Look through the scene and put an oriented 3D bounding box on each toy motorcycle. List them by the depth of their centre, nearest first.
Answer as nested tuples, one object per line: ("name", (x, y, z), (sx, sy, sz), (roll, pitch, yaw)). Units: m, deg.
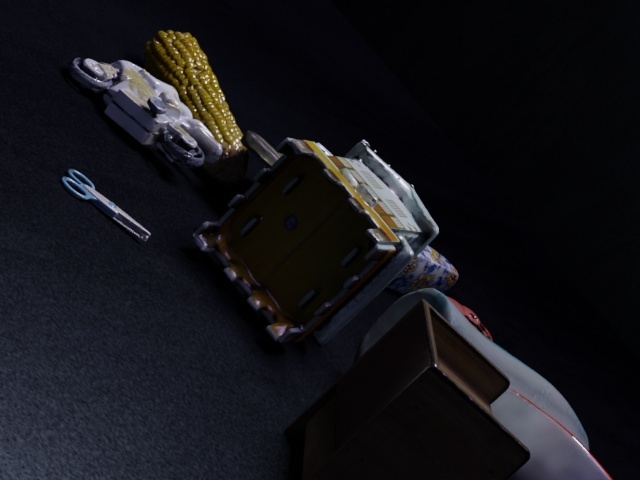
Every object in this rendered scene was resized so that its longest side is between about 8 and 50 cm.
("toy motorcycle", (-0.232, -0.178, 1.885), (0.229, 0.074, 0.151), (37, 20, 5))

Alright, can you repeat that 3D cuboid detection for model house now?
("model house", (0.000, 0.000, 1.730), (0.198, 0.224, 0.215), (49, 16, 16))

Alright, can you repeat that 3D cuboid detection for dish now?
("dish", (0.247, 0.300, 1.571), (0.256, 0.117, 0.256), (50, -11, 13))

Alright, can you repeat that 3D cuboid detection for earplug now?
("earplug", (0.212, 0.216, 1.750), (0.324, 0.185, 0.185), (33, 19, -25))

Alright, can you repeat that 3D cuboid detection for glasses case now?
("glasses case", (0.134, 0.038, 2.238), (0.248, 0.087, 0.065), (26, 36, -51))

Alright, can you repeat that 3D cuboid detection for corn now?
("corn", (-0.184, -0.204, 2.042), (0.097, 0.097, 0.320), (29, 24, -46))

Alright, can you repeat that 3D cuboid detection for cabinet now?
("cabinet", (0.084, 0.208, 1.426), (0.148, 0.215, 0.175), (43, 14, -13))

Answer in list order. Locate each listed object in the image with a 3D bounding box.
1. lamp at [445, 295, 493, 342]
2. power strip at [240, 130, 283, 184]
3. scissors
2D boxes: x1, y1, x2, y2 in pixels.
("lamp", (0.155, 0.162, 1.901), (0.182, 0.140, 0.182), (31, 38, -27))
("power strip", (-0.016, -0.035, 1.969), (0.251, 0.092, 0.257), (49, 3, 7))
("scissors", (-0.244, -0.040, 1.597), (0.119, 0.014, 0.058), (38, 17, -11))
